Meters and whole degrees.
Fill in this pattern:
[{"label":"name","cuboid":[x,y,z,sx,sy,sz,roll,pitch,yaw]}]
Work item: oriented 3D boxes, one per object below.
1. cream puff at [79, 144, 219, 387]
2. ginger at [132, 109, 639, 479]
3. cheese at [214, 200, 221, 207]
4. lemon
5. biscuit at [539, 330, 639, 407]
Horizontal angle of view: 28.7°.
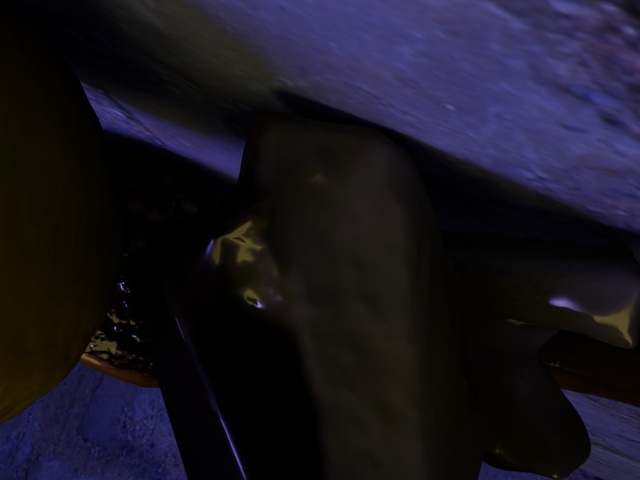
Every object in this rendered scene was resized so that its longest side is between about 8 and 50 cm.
[{"label":"cream puff","cuboid":[-0.160,0.017,0.990,0.239,0.164,0.239,25,175,2]},{"label":"ginger","cuboid":[0.050,0.136,0.711,0.413,0.211,0.358,94,153,-59]},{"label":"cheese","cuboid":[0.000,0.000,0.881,0.192,0.037,0.097,18,169,38]},{"label":"lemon","cuboid":[-0.244,-0.018,0.641,0.285,0.285,0.316,19,-167,33]},{"label":"biscuit","cuboid":[0.183,0.086,0.882,0.215,0.034,0.182,21,171,-40]}]
